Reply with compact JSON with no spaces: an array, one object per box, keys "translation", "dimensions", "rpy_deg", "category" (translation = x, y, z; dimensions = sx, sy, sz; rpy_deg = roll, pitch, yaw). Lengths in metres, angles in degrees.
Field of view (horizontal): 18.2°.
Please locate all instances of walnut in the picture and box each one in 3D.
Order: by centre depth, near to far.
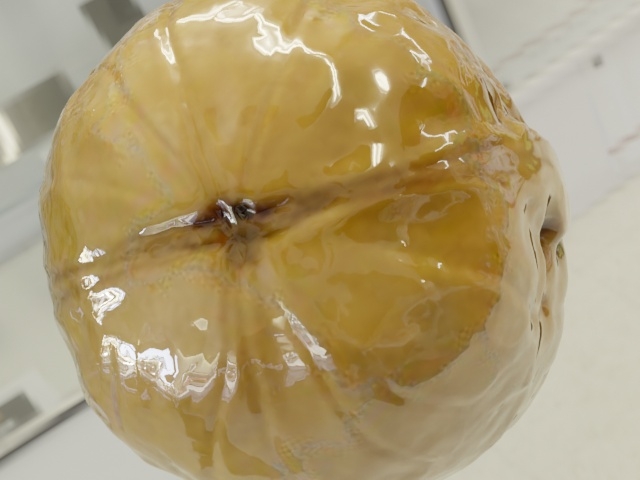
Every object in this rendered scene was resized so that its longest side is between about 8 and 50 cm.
[{"translation":[0.000,0.000,0.727],"dimensions":[0.195,0.195,0.221],"rpy_deg":[-10,-7,23],"category":"walnut"}]
